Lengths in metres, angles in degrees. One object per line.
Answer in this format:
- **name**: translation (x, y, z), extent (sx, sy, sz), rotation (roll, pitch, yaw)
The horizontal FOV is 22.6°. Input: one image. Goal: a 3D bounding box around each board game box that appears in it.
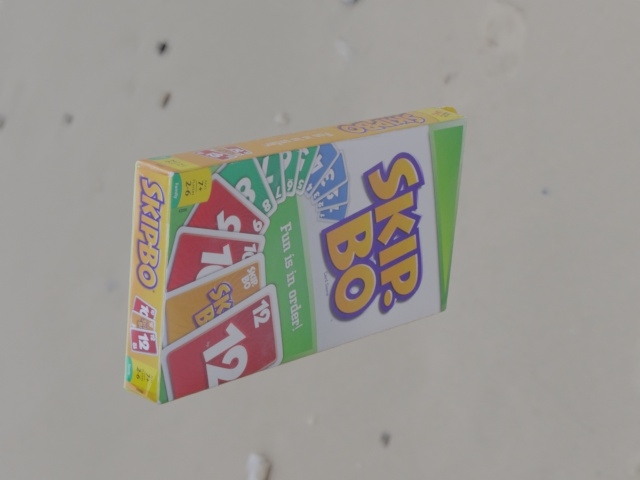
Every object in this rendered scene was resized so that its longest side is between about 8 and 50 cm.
- **board game box**: translation (0.000, 0.000, 0.886), extent (0.039, 0.259, 0.124), rotation (19, 112, 36)
